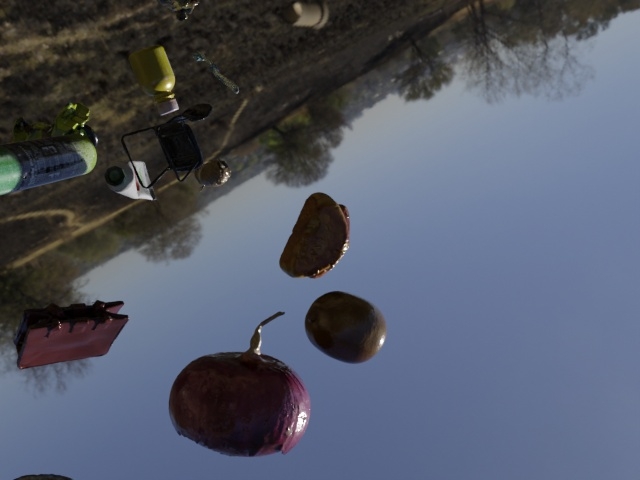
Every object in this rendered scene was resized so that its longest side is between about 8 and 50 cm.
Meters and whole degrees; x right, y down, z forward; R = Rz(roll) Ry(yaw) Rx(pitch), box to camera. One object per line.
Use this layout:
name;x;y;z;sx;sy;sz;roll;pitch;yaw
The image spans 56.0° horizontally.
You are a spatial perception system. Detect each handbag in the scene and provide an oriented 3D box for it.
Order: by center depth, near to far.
handbag;-0.676;0.251;1.626;0.260;0.084;0.275;-3;152;-34

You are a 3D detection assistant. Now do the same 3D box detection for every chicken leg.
chicken leg;-0.459;-0.853;1.899;0.140;0.211;0.361;-56;-167;-16

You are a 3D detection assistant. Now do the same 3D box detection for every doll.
doll;-0.413;-0.268;2.370;0.105;0.115;0.221;6;167;-41

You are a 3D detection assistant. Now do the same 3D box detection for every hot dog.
hot dog;0.000;0.000;1.727;0.257;0.153;0.150;-65;-154;7

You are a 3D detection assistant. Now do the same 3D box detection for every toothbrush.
toothbrush;-0.372;-0.607;2.150;0.040;0.040;0.386;-31;-133;-15

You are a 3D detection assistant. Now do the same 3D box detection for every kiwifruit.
kiwifruit;0.065;0.236;1.660;0.196;0.233;0.196;-38;-139;42

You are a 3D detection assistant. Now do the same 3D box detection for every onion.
onion;-0.210;0.389;1.539;0.358;0.345;0.358;-14;169;-3

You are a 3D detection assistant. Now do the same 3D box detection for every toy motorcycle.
toy motorcycle;-0.846;-0.326;1.896;0.342;0.206;0.142;-22;-140;36

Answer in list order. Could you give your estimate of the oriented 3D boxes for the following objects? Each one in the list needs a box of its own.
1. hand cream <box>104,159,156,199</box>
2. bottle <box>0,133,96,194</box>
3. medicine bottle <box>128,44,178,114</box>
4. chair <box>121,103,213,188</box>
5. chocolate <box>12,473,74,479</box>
hand cream;-0.520;-0.172;1.672;0.076;0.121;0.336;-12;-176;-1
bottle;-0.576;-0.150;1.184;0.093;0.093;0.330;-24;-172;20
medicine bottle;-0.547;-0.532;2.019;0.121;0.213;0.122;-18;-166;5
chair;-0.360;-0.245;1.526;0.140;0.145;0.221;-5;-154;34
chocolate;-0.603;0.624;1.247;0.156;0.254;0.080;5;141;-14
